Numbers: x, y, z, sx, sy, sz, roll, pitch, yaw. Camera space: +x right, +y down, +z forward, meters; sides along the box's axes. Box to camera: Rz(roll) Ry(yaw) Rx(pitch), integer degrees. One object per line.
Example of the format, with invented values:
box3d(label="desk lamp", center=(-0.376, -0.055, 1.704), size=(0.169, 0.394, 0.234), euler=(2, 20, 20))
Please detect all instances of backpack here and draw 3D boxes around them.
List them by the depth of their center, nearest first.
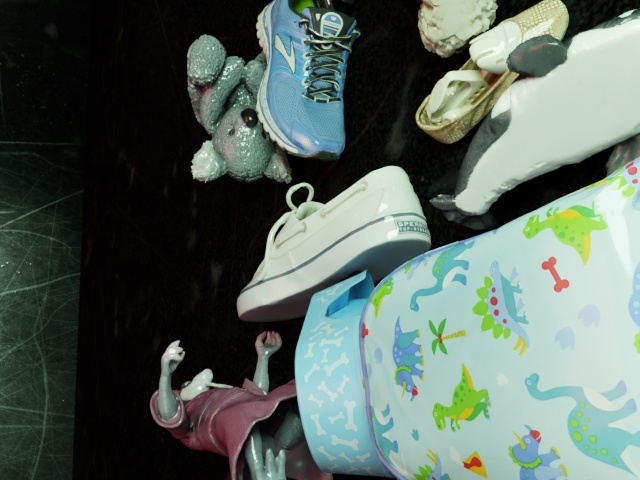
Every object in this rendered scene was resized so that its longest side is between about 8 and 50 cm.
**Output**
box3d(label="backpack", center=(0.196, 0.093, 0.520), size=(0.355, 0.273, 0.290), euler=(150, 113, -68))

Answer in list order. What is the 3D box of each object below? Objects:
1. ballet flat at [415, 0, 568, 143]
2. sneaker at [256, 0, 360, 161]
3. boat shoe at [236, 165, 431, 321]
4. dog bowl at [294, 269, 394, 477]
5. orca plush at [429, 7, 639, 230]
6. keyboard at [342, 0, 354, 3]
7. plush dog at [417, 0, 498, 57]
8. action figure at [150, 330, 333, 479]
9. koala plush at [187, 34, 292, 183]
box3d(label="ballet flat", center=(0.175, -0.179, 0.729), size=(0.206, 0.067, 0.073), euler=(-50, 44, 42))
box3d(label="sneaker", center=(-0.018, -0.266, 1.000), size=(0.147, 0.130, 0.330), euler=(-44, 50, 50))
box3d(label="boat shoe", center=(-0.006, -0.002, 0.936), size=(0.367, 0.136, 0.156), euler=(-35, 57, 48))
box3d(label="dog bowl", center=(0.033, 0.142, 0.747), size=(0.297, 0.074, 0.165), euler=(-72, -31, -74))
box3d(label="orca plush", center=(0.233, -0.115, 0.645), size=(0.151, 0.102, 0.287), euler=(31, 135, 7))
box3d(label="keyboard", center=(0.101, -0.479, 0.924), size=(0.201, 0.033, 0.317), euler=(-107, 36, -48))
box3d(label="plush dog", center=(0.131, -0.371, 0.746), size=(0.225, 0.211, 0.262), euler=(-84, 20, -58))
box3d(label="action figure", center=(-0.113, 0.276, 0.999), size=(0.370, 0.248, 0.275), euler=(-10, 84, 50))
box3d(label="koala plush", center=(-0.131, -0.191, 1.135), size=(0.203, 0.196, 0.221), euler=(126, 138, -57))
